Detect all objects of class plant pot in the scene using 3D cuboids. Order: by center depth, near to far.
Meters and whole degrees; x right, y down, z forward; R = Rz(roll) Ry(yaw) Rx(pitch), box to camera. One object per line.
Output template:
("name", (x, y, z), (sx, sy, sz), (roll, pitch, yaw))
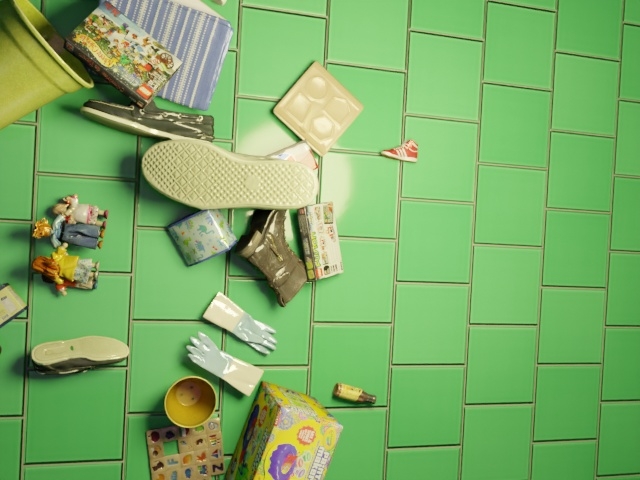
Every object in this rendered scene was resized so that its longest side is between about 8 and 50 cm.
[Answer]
("plant pot", (-0.728, -0.401, 1.505), (0.254, 0.276, 0.276), (-38, 101, 0))
("plant pot", (-0.349, 0.418, 1.700), (0.134, 0.095, 0.134), (-1, 92, -16))

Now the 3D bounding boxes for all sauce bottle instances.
("sauce bottle", (0.101, 0.447, 1.856), (0.128, 0.042, 0.042), (19, 87, -18))

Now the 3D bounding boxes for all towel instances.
("towel", (-0.415, -0.499, 1.647), (0.336, 0.040, 0.243), (18, 105, -9))

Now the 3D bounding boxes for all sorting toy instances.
("sorting toy", (-0.006, -0.371, 1.808), (0.193, 0.038, 0.208), (41, 77, -13))

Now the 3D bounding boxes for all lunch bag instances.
("lunch bag", (-0.317, -0.013, 1.700), (0.151, 0.096, 0.129), (-25, 99, 16))

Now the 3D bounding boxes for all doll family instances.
("doll family", (-0.632, 0.012, 1.597), (0.163, 0.118, 0.263), (9, 89, -15))

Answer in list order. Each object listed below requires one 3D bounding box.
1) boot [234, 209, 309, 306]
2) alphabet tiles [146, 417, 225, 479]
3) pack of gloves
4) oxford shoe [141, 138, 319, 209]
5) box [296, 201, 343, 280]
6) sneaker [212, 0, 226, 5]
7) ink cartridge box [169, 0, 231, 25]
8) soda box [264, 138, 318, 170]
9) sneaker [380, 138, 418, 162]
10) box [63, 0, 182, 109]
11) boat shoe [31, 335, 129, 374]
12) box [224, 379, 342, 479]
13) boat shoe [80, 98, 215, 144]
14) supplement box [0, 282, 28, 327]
("boot", (-0.103, 0.023, 1.767), (0.229, 0.091, 0.263), (47, 61, -27))
("alphabet tiles", (-0.362, 0.618, 1.748), (0.198, 0.009, 0.237), (-7, 94, -16))
("pack of gloves", (-0.245, 0.285, 1.764), (0.232, 0.046, 0.195), (37, 71, -17))
("oxford shoe", (-0.227, -0.157, 1.625), (0.449, 0.130, 0.169), (7, 95, 0))
("box", (0.000, 0.000, 1.792), (0.114, 0.036, 0.207), (-12, 95, -43))
("sneaker", (-0.326, -0.774, 1.674), (0.295, 0.104, 0.147), (41, 79, -19))
("ink cartridge box", (-0.413, -0.552, 1.675), (0.275, 0.060, 0.239), (34, 101, -14))
("soda box", (-0.144, -0.184, 1.746), (0.263, 0.083, 0.092), (-25, 97, -13))
("sneaker", (0.234, -0.269, 1.871), (0.118, 0.042, 0.067), (8, 94, -23))
("box", (-0.480, -0.455, 1.565), (0.233, 0.044, 0.159), (38, 60, -14))
("boat shoe", (-0.615, 0.300, 1.645), (0.233, 0.084, 0.079), (-2, 130, -22))
("box", (-0.104, 0.560, 1.678), (0.177, 0.279, 0.290), (22, 85, -15))
("boat shoe", (-0.431, -0.322, 1.641), (0.340, 0.127, 0.113), (13, 87, -17))
("supplement box", (-0.792, 0.164, 1.589), (0.083, 0.056, 0.083), (-37, 101, -12))
